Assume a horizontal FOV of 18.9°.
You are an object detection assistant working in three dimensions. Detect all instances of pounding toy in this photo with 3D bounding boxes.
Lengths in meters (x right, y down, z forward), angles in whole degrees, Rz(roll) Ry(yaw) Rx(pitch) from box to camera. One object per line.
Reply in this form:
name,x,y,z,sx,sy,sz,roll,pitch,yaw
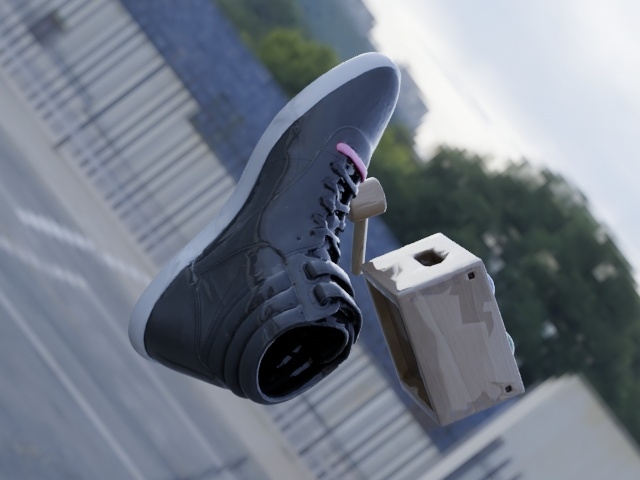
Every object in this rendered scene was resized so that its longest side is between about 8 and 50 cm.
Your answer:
pounding toy,0.092,0.033,1.712,0.181,0.094,0.206,-139,-151,-73

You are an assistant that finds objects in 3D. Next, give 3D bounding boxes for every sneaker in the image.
sneaker,0.000,0.000,1.436,0.147,0.296,0.104,32,-11,35
